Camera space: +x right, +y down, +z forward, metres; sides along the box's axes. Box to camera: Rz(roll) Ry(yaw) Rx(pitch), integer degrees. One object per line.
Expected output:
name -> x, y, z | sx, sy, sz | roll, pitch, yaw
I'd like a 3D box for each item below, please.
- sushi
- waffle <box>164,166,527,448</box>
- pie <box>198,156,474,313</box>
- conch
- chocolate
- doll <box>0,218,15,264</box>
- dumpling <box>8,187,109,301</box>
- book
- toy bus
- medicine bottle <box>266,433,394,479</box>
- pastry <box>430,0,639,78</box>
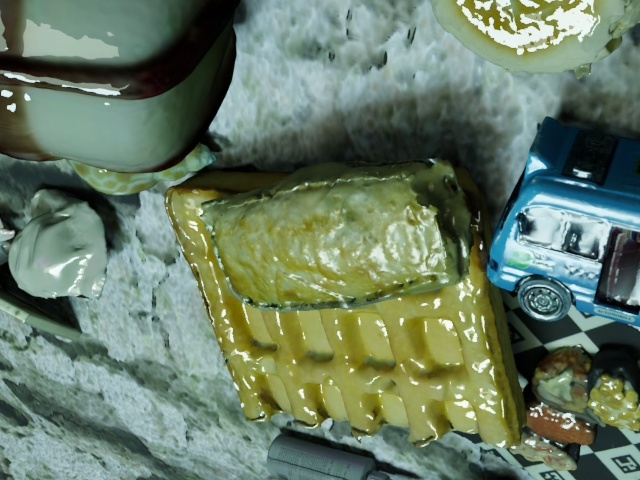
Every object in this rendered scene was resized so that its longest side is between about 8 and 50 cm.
sushi -> 0.228, 0.177, 0.939 | 0.264, 0.050, 0.290 | 30, 139, 6
waffle -> 0.026, 0.064, 0.920 | 0.348, 0.077, 0.304 | 2, 120, 33
pie -> 0.000, 0.000, 0.804 | 0.282, 0.068, 0.128 | -8, 110, 43
conch -> -0.212, -0.106, 0.925 | 0.173, 0.106, 0.116 | 29, 162, 34
chocolate -> -0.155, -0.181, 0.724 | 0.186, 0.283, 0.283 | 8, 136, -2
doll -> -0.435, 0.006, 1.187 | 0.073, 0.084, 0.127 | 56, 143, -5
dumpling -> -0.312, 0.004, 1.101 | 0.188, 0.108, 0.127 | 13, 114, 46
book -> -0.472, 0.049, 1.223 | 0.295, 0.020, 0.208 | 27, 170, 9
toy bus -> 0.259, -0.001, 0.701 | 0.246, 0.113, 0.134 | 16, 132, 18
medicine bottle -> 0.029, 0.296, 1.179 | 0.199, 0.057, 0.058 | 9, 133, 27
pastry -> 0.149, -0.188, 0.617 | 0.166, 0.088, 0.166 | 18, 139, 16
